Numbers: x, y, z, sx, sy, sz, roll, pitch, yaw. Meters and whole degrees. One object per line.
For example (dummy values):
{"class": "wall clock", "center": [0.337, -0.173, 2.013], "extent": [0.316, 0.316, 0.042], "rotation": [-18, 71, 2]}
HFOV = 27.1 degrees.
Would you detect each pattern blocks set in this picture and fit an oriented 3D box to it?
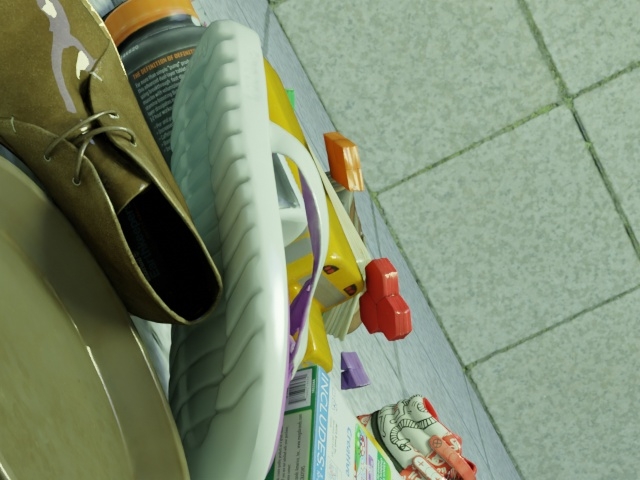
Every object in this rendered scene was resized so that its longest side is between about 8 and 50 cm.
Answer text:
{"class": "pattern blocks set", "center": [0.000, 0.000, 1.393], "extent": [0.285, 0.026, 0.325], "rotation": [122, -46, -57]}

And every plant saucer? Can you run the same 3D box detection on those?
{"class": "plant saucer", "center": [-0.151, 0.077, 0.725], "extent": [0.278, 0.041, 0.278], "rotation": [62, 8, -15]}

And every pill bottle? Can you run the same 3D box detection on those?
{"class": "pill bottle", "center": [-0.113, -0.100, 1.184], "extent": [0.246, 0.130, 0.130], "rotation": [66, 9, 16]}

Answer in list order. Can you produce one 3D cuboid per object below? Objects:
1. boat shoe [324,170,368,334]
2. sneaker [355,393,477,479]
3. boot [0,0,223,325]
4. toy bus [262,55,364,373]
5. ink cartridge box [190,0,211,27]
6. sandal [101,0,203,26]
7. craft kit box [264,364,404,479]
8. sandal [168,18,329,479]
{"class": "boat shoe", "center": [0.002, 0.013, 1.657], "extent": [0.324, 0.123, 0.116], "rotation": [-90, 162, -64]}
{"class": "sneaker", "center": [0.083, 0.260, 1.245], "extent": [0.090, 0.145, 0.270], "rotation": [57, 11, -40]}
{"class": "boot", "center": [-0.150, -0.074, 0.844], "extent": [0.115, 0.112, 0.305], "rotation": [22, -35, 60]}
{"class": "toy bus", "center": [-0.056, -0.021, 1.292], "extent": [0.333, 0.130, 0.108], "rotation": [68, 9, 28]}
{"class": "ink cartridge box", "center": [-0.156, -0.244, 1.633], "extent": [0.122, 0.052, 0.088], "rotation": [61, 9, -12]}
{"class": "sandal", "center": [-0.188, -0.229, 1.436], "extent": [0.097, 0.054, 0.254], "rotation": [56, 18, -5]}
{"class": "craft kit box", "center": [0.022, 0.260, 0.967], "extent": [0.246, 0.061, 0.250], "rotation": [53, 29, -41]}
{"class": "sandal", "center": [-0.042, 0.001, 0.972], "extent": [0.169, 0.102, 0.416], "rotation": [127, -34, -49]}
